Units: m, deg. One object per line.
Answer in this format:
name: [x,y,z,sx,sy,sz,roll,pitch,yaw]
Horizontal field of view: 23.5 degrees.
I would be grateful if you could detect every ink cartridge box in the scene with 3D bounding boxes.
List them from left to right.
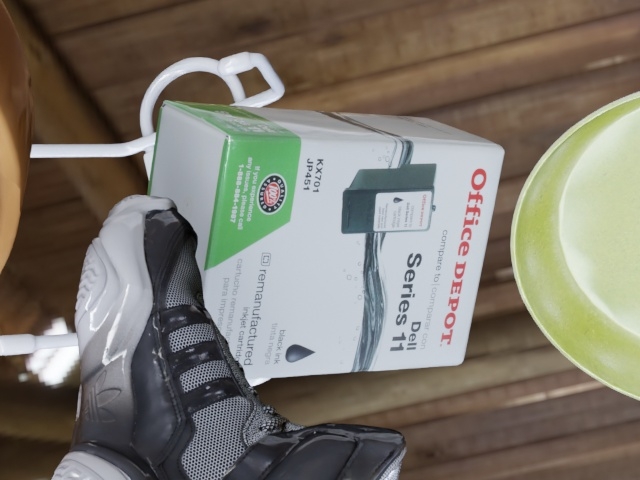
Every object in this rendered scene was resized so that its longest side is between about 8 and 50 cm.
ink cartridge box: [0.000,0.000,0.945,0.087,0.208,0.153,27,113,51]

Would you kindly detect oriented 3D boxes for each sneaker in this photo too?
sneaker: [-0.040,0.086,0.714,0.268,0.153,0.101,-90,6,-47]

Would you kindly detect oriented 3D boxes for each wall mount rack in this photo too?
wall mount rack: [-0.159,-0.025,1.437,0.130,0.304,0.350,50,-158,-64]

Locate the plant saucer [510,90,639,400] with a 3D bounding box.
plant saucer: [0.231,0.002,0.883,0.037,0.241,0.241,-68,-32,-51]

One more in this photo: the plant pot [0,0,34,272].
plant pot: [-0.261,0.007,0.611,0.203,0.291,0.291,-101,-6,-45]
